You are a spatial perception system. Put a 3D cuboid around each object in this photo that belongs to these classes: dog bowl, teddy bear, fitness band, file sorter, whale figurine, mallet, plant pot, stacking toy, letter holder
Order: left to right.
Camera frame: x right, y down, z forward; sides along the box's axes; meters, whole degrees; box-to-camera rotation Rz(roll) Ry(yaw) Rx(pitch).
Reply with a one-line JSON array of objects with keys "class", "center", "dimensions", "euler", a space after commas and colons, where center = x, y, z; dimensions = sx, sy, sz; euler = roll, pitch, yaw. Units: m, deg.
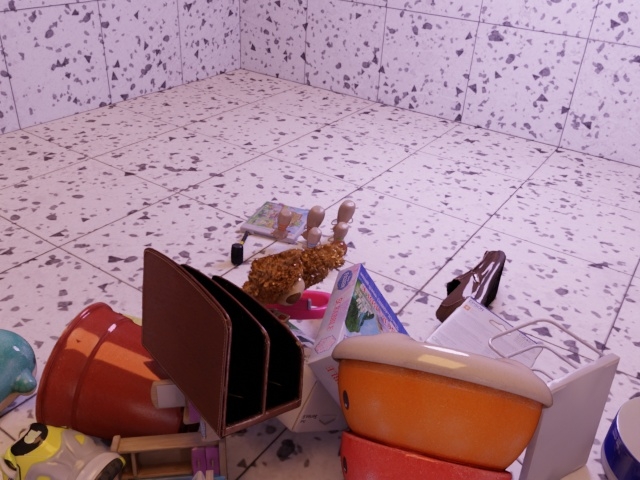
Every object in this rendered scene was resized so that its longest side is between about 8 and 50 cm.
[{"class": "whale figurine", "center": [-0.713, 0.294, 1.230], "dimensions": [0.216, 0.141, 0.272], "euler": [1, 31, -4]}, {"class": "plant pot", "center": [-0.368, 0.293, 1.177], "dimensions": [0.265, 0.272, 0.272], "euler": [17, 32, 6]}, {"class": "letter holder", "center": [-0.171, 0.134, 0.980], "dimensions": [0.152, 0.214, 0.302], "euler": [-11, 26, -36]}, {"class": "mallet", "center": [-0.248, 0.004, 1.844], "dimensions": [0.039, 0.062, 0.190], "euler": [6, 30, 2]}, {"class": "fitness band", "center": [-0.100, 0.159, 1.526], "dimensions": [0.291, 0.054, 0.209], "euler": [3, 4, 1]}, {"class": "teddy bear", "center": [-0.058, 0.084, 1.332], "dimensions": [0.245, 0.113, 0.338], "euler": [-17, -4, -4]}, {"class": "stacking toy", "center": [0.144, 0.403, 0.894], "dimensions": [0.350, 0.350, 0.480], "euler": [10, 74, 12]}, {"class": "file sorter", "center": [0.429, 0.325, 1.167], "dimensions": [0.193, 0.278, 0.173], "euler": [-14, 30, -26]}, {"class": "dog bowl", "center": [0.710, 0.438, 1.165], "dimensions": [0.265, 0.104, 0.265], "euler": [2, 31, -1]}]

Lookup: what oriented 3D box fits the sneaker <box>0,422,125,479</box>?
[{"class": "sneaker", "center": [-0.433, 0.366, 0.943], "dimensions": [0.147, 0.384, 0.145], "euler": [43, 46, -7]}]

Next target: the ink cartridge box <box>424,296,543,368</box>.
[{"class": "ink cartridge box", "center": [0.387, 0.262, 1.400], "dimensions": [0.223, 0.045, 0.224], "euler": [37, 46, 23]}]

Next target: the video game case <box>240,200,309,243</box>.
[{"class": "video game case", "center": [-0.142, -0.066, 2.011], "dimensions": [0.193, 0.023, 0.212], "euler": [13, 32, 16]}]

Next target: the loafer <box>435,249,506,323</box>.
[{"class": "loafer", "center": [0.422, 0.123, 1.640], "dimensions": [0.130, 0.134, 0.366], "euler": [18, 34, 23]}]

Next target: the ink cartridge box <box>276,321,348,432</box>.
[{"class": "ink cartridge box", "center": [-0.068, 0.276, 1.264], "dimensions": [0.289, 0.121, 0.211], "euler": [30, 6, 36]}]

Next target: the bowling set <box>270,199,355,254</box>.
[{"class": "bowling set", "center": [0.000, 0.000, 1.834], "dimensions": [0.287, 0.154, 0.200], "euler": [-7, 55, -20]}]

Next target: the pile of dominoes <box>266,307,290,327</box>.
[{"class": "pile of dominoes", "center": [-0.161, 0.188, 1.157], "dimensions": [0.196, 0.040, 0.251], "euler": [5, 30, 1]}]

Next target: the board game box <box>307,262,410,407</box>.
[{"class": "board game box", "center": [0.116, 0.257, 1.230], "dimensions": [0.066, 0.319, 0.318], "euler": [-25, 21, 25]}]

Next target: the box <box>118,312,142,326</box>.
[{"class": "box", "center": [-0.411, 0.246, 1.424], "dimensions": [0.232, 0.058, 0.087], "euler": [11, 31, 14]}]

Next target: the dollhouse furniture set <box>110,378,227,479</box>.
[{"class": "dollhouse furniture set", "center": [-0.249, 0.415, 0.931], "dimensions": [0.198, 0.286, 0.303], "euler": [-3, 20, -9]}]
